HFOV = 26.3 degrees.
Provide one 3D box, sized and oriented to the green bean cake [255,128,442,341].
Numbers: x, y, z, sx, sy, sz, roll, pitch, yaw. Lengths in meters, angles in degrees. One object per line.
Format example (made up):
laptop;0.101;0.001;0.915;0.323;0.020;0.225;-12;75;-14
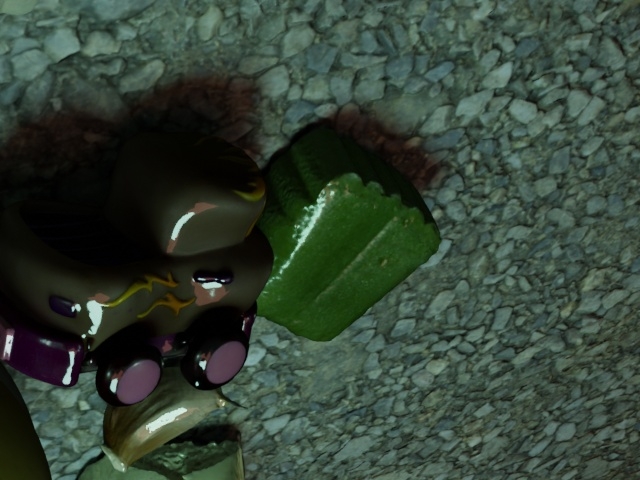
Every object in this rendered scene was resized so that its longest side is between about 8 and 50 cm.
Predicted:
green bean cake;0.000;0.000;1.706;0.248;0.125;0.222;-44;135;17

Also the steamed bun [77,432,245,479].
steamed bun;-0.234;0.446;1.976;0.272;0.273;0.290;-7;126;0

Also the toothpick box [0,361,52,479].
toothpick box;-0.498;0.315;1.540;0.409;0.425;0.409;-14;138;-13

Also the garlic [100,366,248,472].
garlic;-0.199;0.230;1.836;0.198;0.128;0.090;-21;124;-3

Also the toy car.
toy car;-0.206;0.012;1.504;0.340;0.271;0.240;-10;124;-42

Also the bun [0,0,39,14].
bun;-0.297;-0.284;1.208;0.263;0.175;0.263;-14;139;-12
